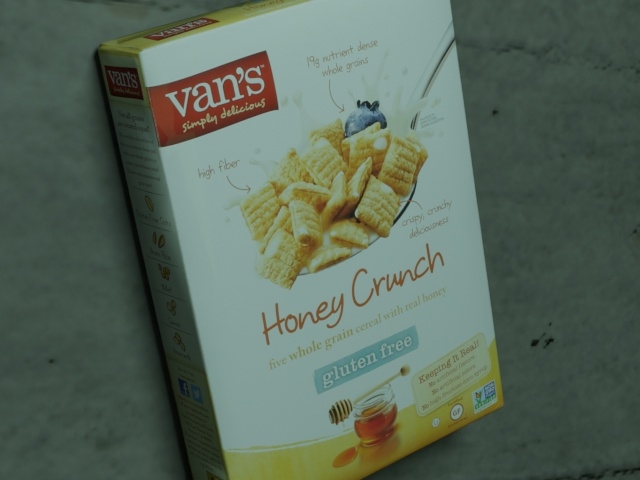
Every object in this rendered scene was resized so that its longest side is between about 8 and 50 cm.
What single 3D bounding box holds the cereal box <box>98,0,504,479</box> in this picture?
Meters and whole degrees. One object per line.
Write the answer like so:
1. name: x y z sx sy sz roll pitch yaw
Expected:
1. cereal box: 0.000 0.000 0.710 0.173 0.047 0.240 -23 113 -30
